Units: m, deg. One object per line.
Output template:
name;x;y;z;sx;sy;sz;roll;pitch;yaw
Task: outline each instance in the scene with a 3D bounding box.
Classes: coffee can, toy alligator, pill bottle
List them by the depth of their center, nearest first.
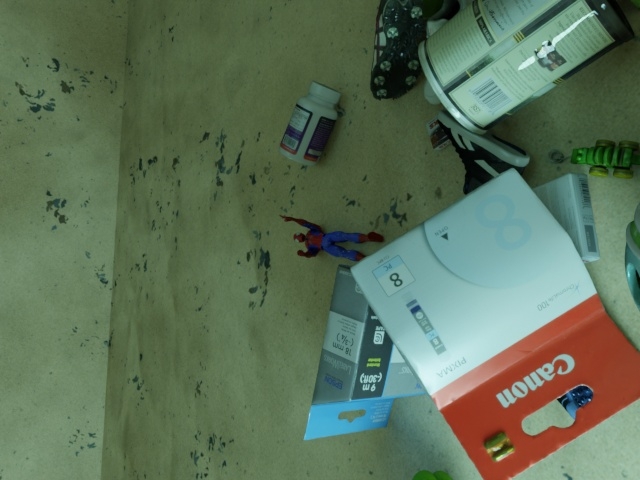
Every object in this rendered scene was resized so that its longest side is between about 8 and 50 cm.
toy alligator;0.440;-0.135;0.957;0.190;0.051;0.056;15;94;50
coffee can;0.331;-0.334;0.986;0.275;0.202;0.201;-33;59;35
pill bottle;-0.022;-0.294;1.492;0.108;0.108;0.193;42;115;45

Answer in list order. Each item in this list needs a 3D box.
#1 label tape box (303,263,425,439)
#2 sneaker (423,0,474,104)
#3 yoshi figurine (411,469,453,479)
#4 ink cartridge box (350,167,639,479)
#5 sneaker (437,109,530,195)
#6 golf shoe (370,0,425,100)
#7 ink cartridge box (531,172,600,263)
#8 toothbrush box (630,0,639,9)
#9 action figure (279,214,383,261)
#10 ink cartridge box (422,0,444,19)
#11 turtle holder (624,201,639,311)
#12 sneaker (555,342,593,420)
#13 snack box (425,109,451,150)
label tape box;0.117;0.225;1.128;0.106;0.241;0.333;14;94;48
sneaker;0.243;-0.392;1.189;0.090;0.115;0.232;27;104;49
yoshi figurine;0.201;0.591;1.015;0.203;0.204;0.361;-3;78;34
ink cartridge box;0.272;0.123;0.901;0.308;0.091;0.385;-31;67;-1
sneaker;0.279;-0.152;1.118;0.217;0.079;0.121;47;131;41
golf shoe;0.160;-0.419;1.257;0.272;0.105;0.120;97;168;-55
ink cartridge box;0.387;-0.019;1.024;0.179;0.045;0.145;149;121;-64
toothbrush box;0.433;-0.493;0.853;0.122;0.283;0.206;-25;66;44
action figure;0.000;0.000;1.395;0.280;0.139;0.091;8;88;53
ink cartridge box;0.215;-0.537;1.281;0.255;0.097;0.188;96;158;-58
turtle holder;0.486;0.062;0.716;0.243;0.228;0.320;20;116;42
sneaker;0.373;0.191;0.966;0.090;0.082;0.232;124;134;-54
snack box;0.288;-0.250;1.182;0.178;0.022;0.064;-33;60;41
